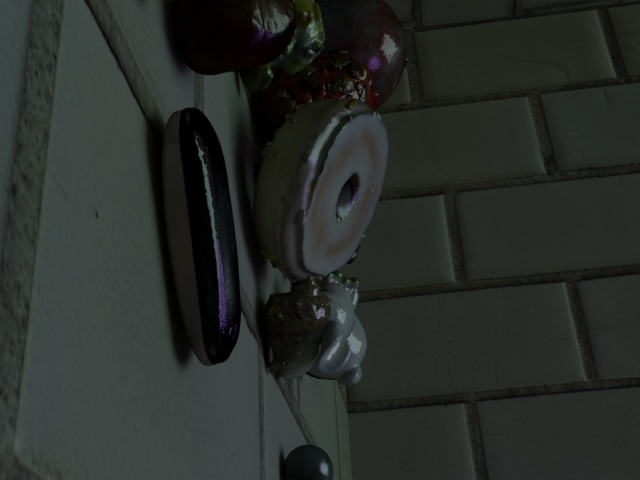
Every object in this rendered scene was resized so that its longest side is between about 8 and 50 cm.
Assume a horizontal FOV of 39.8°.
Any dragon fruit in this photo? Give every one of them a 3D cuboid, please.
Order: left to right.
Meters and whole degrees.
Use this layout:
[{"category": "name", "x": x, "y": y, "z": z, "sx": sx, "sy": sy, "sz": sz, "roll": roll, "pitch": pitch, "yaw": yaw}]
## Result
[{"category": "dragon fruit", "x": -0.015, "y": -0.278, "z": 1.940, "sx": 0.291, "sy": 0.250, "sz": 0.269, "roll": -48, "pitch": 129, "yaw": -52}]

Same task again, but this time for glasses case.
[{"category": "glasses case", "x": -0.145, "y": -0.004, "z": 1.080, "sx": 0.122, "sy": 0.075, "sz": 0.315, "roll": -55, "pitch": 139, "yaw": -80}]

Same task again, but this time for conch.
[{"category": "conch", "x": -0.048, "y": 0.161, "z": 1.706, "sx": 0.155, "sy": 0.130, "sz": 0.207, "roll": -19, "pitch": 126, "yaw": -68}]

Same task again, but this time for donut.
[{"category": "donut", "x": -0.004, "y": -0.104, "z": 1.739, "sx": 0.382, "sy": 0.142, "sz": 0.383, "roll": -45, "pitch": 147, "yaw": -41}]

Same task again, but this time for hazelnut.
[{"category": "hazelnut", "x": -0.128, "y": -0.315, "z": 1.245, "sx": 0.204, "sy": 0.177, "sz": 0.178, "roll": -83, "pitch": 167, "yaw": -47}]

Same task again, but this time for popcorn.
[{"category": "popcorn", "x": -0.088, "y": -0.387, "z": 1.701, "sx": 0.213, "sy": 0.197, "sz": 0.198, "roll": -59, "pitch": 162, "yaw": -16}]

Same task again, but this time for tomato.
[{"category": "tomato", "x": 0.060, "y": -0.456, "z": 2.179, "sx": 0.282, "sy": 0.316, "sz": 0.317, "roll": 22, "pitch": 55, "yaw": -42}]

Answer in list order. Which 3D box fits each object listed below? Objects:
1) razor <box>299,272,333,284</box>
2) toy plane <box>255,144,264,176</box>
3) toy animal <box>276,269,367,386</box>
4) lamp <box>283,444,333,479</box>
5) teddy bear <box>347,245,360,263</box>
[{"category": "razor", "x": -0.006, "y": 0.171, "z": 2.266, "sx": 0.204, "sy": 0.113, "sz": 0.349, "roll": 75, "pitch": 10, "yaw": -46}, {"category": "toy plane", "x": -0.112, "y": -0.141, "z": 1.826, "sx": 0.102, "sy": 0.040, "sz": 0.111, "roll": -88, "pitch": 172, "yaw": -46}, {"category": "toy animal", "x": 0.005, "y": 0.204, "z": 1.938, "sx": 0.310, "sy": 0.182, "sz": 0.247, "roll": 72, "pitch": 13, "yaw": -67}, {"category": "lamp", "x": -0.025, "y": 0.462, "z": 1.768, "sx": 0.105, "sy": 0.105, "sz": 0.105, "roll": -6, "pitch": 90, "yaw": -85}, {"category": "teddy bear", "x": 0.000, "y": 0.000, "z": 2.107, "sx": 0.140, "sy": 0.190, "sz": 0.177, "roll": 88, "pitch": 5, "yaw": -52}]
